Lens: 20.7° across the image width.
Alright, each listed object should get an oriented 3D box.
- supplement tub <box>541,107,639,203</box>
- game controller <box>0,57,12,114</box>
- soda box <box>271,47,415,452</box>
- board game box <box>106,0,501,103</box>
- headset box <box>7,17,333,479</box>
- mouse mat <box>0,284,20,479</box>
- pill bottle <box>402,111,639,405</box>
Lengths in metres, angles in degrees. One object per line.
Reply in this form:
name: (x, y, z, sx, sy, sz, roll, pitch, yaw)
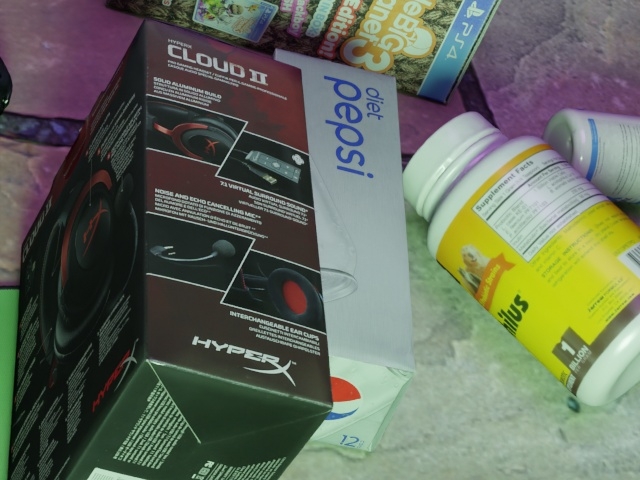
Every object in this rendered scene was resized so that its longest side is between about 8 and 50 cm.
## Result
supplement tub: (0.234, -0.066, 1.383, 0.107, 0.071, 0.071, 6, 47, -20)
game controller: (-0.356, -0.187, 1.215, 0.319, 0.067, 0.166, 43, 31, 18)
soda box: (0.000, 0.000, 1.197, 0.098, 0.091, 0.286, 12, 45, -13)
board game box: (-0.005, -0.272, 1.419, 0.291, 0.141, 0.232, 16, 44, -11)
headset box: (-0.096, 0.032, 1.022, 0.110, 0.218, 0.293, 16, 42, -22)
mouse mat: (-0.216, 0.101, 1.062, 0.152, 0.007, 0.190, 0, 50, -25)
pill bottle: (0.158, 0.007, 1.243, 0.117, 0.117, 0.215, -27, 63, -40)
